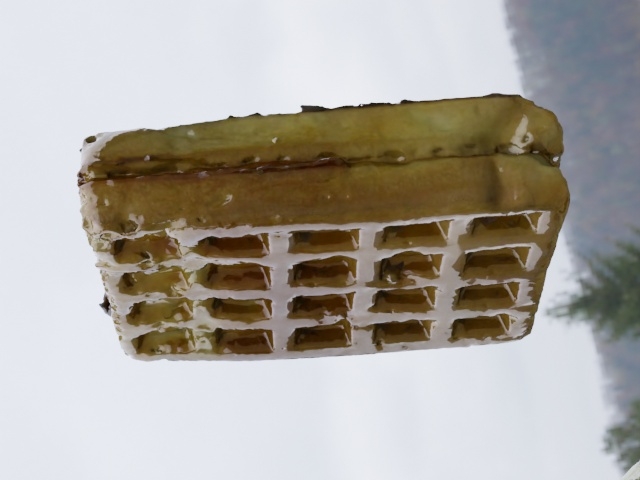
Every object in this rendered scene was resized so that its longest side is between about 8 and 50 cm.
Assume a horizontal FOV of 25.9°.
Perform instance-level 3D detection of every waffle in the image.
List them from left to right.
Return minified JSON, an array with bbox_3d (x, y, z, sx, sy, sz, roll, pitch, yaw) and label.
[{"bbox_3d":[0.000,0.000,0.991,0.224,0.327,0.098,93,170,-57],"label":"waffle"}]

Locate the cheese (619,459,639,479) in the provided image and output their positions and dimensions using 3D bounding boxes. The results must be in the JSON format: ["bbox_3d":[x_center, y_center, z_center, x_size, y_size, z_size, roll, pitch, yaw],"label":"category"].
[{"bbox_3d":[0.288,0.227,1.270,0.041,0.060,0.084,35,158,41],"label":"cheese"}]
